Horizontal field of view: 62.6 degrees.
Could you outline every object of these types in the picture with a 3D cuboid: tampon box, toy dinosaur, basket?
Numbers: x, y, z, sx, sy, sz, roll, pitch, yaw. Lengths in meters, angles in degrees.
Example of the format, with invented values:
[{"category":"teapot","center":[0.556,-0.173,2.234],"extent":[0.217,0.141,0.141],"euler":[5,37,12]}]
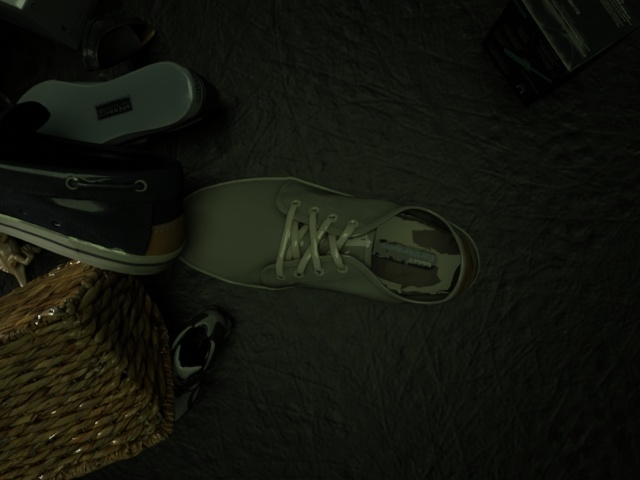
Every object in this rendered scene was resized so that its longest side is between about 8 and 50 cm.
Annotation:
[{"category":"tampon box","center":[0.306,-0.271,0.694],"extent":[0.101,0.161,0.120],"euler":[-33,88,2]},{"category":"toy dinosaur","center":[-0.465,0.026,0.806],"extent":[0.092,0.053,0.183],"euler":[-29,92,20]},{"category":"basket","center":[-0.356,0.175,0.720],"extent":[0.299,0.213,0.223],"euler":[-26,112,9]}]

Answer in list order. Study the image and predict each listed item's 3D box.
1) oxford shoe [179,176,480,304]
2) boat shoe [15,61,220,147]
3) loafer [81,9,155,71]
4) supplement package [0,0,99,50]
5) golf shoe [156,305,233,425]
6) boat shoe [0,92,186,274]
[{"category":"oxford shoe","center":[0.000,0.000,0.728],"extent":[0.449,0.130,0.169],"euler":[9,92,6]},{"category":"boat shoe","center":[-0.294,-0.187,0.761],"extent":[0.306,0.105,0.113],"euler":[-13,94,17]},{"category":"loafer","center":[-0.285,-0.284,0.743],"extent":[0.061,0.170,0.062],"euler":[7,131,-3]},{"category":"supplement package","center":[-0.420,-0.454,0.756],"extent":[0.204,0.145,0.262],"euler":[24,91,4]},{"category":"golf shoe","center":[-0.203,0.186,0.755],"extent":[0.077,0.094,0.198],"euler":[27,92,3]},{"category":"boat shoe","center":[-0.402,-0.105,0.648],"extent":[0.500,0.187,0.156],"euler":[18,114,-7]}]
